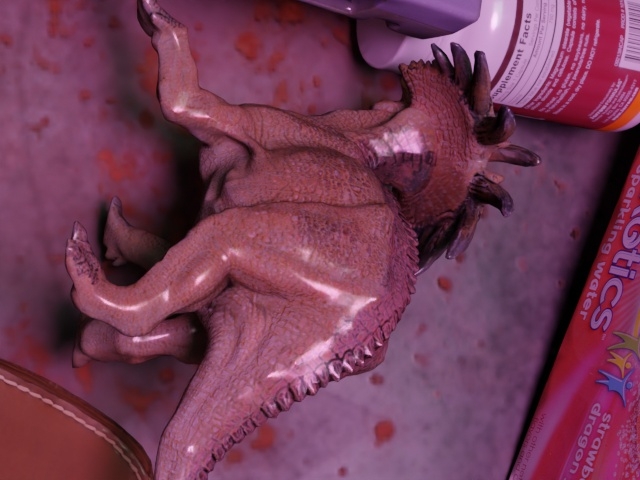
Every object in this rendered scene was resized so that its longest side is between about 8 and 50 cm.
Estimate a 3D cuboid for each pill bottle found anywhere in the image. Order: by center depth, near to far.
[{"bbox_3d":[0.099,-0.108,0.924,0.152,0.086,0.086,8,81,-26],"label":"pill bottle"}]

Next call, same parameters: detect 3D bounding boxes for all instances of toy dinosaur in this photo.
[{"bbox_3d":[0.000,0.000,0.792,0.200,0.127,0.296,10,47,-1],"label":"toy dinosaur"}]

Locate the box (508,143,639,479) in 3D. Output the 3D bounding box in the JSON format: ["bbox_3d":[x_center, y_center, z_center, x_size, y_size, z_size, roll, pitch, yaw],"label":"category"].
[{"bbox_3d":[0.234,0.033,0.910,0.142,0.154,0.300,22,89,-24],"label":"box"}]

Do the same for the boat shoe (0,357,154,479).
[{"bbox_3d":[-0.198,0.079,0.739,0.307,0.104,0.111,20,76,-25],"label":"boat shoe"}]

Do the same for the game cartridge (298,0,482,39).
[{"bbox_3d":[-0.070,-0.239,0.763,0.355,0.068,0.230,13,80,-33],"label":"game cartridge"}]
